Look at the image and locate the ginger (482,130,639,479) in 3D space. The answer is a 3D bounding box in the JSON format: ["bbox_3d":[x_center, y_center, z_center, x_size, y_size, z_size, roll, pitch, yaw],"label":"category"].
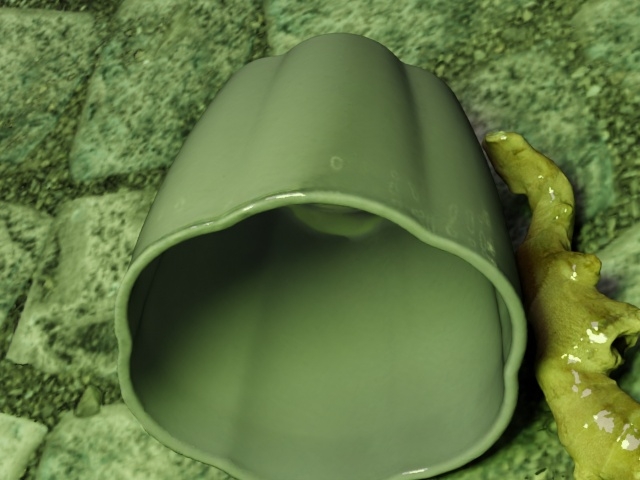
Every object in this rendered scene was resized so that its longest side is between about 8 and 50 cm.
[{"bbox_3d":[0.164,0.038,1.129,0.089,0.075,0.288,-41,44,33],"label":"ginger"}]

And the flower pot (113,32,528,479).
[{"bbox_3d":[0.000,0.000,1.157,0.265,0.265,0.243,-22,37,19],"label":"flower pot"}]
